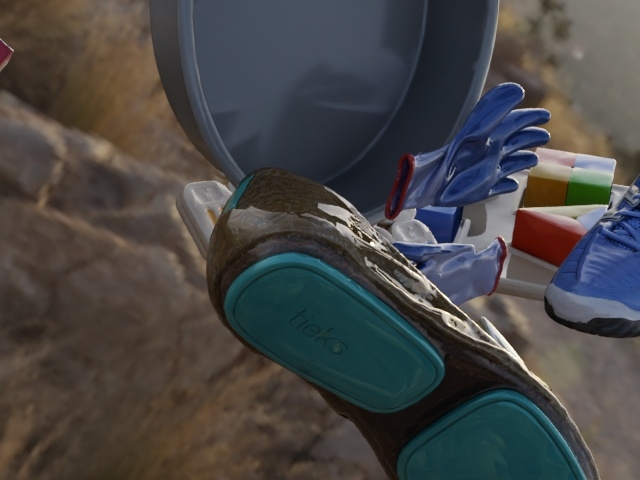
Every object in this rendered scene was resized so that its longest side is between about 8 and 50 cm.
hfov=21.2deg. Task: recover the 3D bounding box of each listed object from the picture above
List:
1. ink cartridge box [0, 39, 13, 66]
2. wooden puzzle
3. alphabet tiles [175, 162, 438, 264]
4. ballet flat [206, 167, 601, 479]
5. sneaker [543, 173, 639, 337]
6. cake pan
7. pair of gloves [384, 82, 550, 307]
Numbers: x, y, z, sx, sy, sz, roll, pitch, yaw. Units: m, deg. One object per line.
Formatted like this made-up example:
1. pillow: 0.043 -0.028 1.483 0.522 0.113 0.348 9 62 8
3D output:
1. ink cartridge box: -0.379 -0.155 1.731 0.056 0.135 0.099 43 -11 -10
2. wooden puzzle: 0.199 -0.036 1.884 0.348 0.080 0.322 6 25 12
3. alphabet tiles: 0.000 0.000 1.482 0.284 0.021 0.278 -11 66 -51
4. ballet flat: 0.056 0.072 1.001 0.342 0.116 0.124 41 26 -31
5. sneaker: 0.196 -0.014 0.981 0.080 0.081 0.211 19 39 36
6. cake pan: 0.004 -0.151 1.081 0.054 0.293 0.293 11 -1 43
7. pair of gloves: 0.087 -0.014 1.161 0.023 0.198 0.159 35 36 32
